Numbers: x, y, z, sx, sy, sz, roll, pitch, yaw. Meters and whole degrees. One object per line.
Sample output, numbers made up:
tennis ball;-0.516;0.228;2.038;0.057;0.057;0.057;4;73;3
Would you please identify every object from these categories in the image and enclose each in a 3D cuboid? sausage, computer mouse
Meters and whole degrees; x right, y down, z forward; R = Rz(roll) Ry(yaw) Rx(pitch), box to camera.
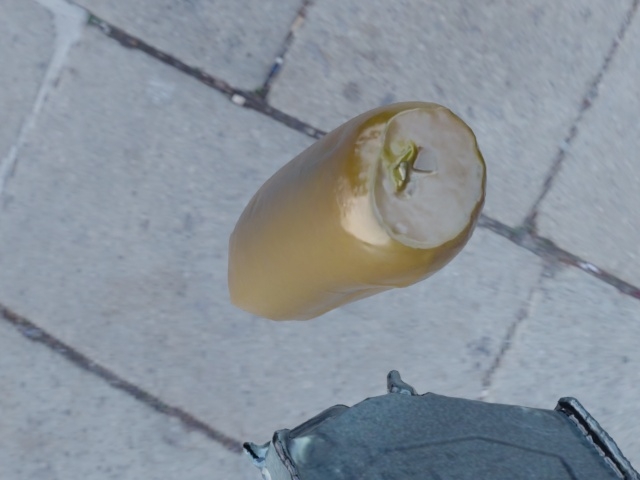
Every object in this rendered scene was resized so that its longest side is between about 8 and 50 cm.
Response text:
sausage;0.003;-0.005;1.038;0.112;0.328;0.112;5;76;-21
computer mouse;0.056;0.123;0.492;0.231;0.126;0.071;-127;38;-49
